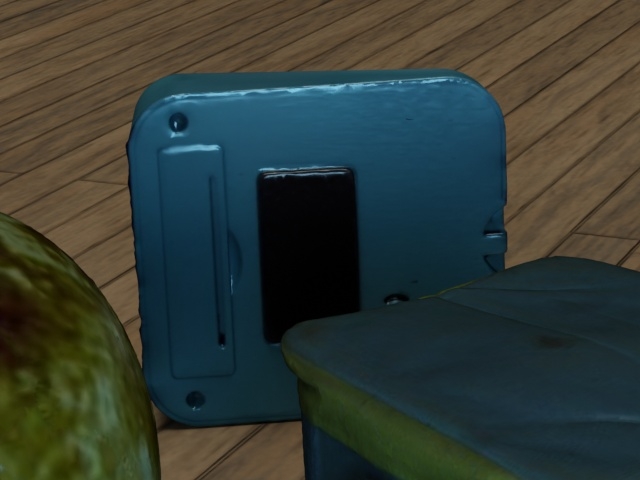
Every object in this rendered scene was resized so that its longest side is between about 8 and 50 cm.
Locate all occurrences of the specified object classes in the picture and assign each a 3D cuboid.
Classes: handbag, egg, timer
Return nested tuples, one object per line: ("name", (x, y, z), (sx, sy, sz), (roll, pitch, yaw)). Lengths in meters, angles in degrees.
("handbag", (0.111, 0.153, 0.809), (0.222, 0.241, 0.263), (-17, 22, -35))
("egg", (-0.204, 0.107, 1.002), (0.238, 0.238, 0.289), (-14, 43, -31))
("timer", (0.000, 0.000, 1.290), (0.250, 0.231, 0.091), (-2, 16, -1))

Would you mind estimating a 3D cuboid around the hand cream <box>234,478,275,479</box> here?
("hand cream", (0.075, 0.178, 1.036), (0.341, 0.077, 0.124), (5, 18, -2))
